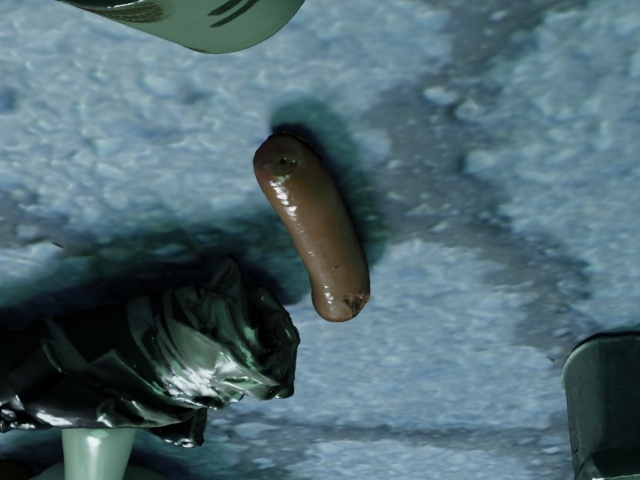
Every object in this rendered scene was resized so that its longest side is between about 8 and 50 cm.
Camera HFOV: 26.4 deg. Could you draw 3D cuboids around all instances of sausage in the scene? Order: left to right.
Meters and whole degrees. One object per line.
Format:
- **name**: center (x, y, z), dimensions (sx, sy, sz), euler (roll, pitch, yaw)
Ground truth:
- **sausage**: center (0.000, 0.000, 0.806), dimensions (0.043, 0.043, 0.186), euler (-6, 148, 11)

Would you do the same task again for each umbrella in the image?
- **umbrella**: center (-0.184, 0.102, 0.917), dimensions (0.358, 0.106, 0.113), euler (-13, 150, 22)

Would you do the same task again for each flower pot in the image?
- **flower pot**: center (0.237, 0.164, 1.004), dimensions (0.103, 0.108, 0.229), euler (-6, 147, 14)

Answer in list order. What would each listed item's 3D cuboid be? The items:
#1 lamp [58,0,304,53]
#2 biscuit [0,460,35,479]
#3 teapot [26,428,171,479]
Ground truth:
- **lamp**: center (-0.075, -0.146, 0.485), dimensions (0.121, 0.121, 0.215), euler (-10, 159, 17)
- **biscuit**: center (-0.364, 0.251, 1.227), dimensions (0.273, 0.049, 0.257), euler (-1, 148, 0)
- **teapot**: center (-0.201, 0.245, 1.100), dimensions (0.220, 0.149, 0.318), euler (-31, 129, -7)
